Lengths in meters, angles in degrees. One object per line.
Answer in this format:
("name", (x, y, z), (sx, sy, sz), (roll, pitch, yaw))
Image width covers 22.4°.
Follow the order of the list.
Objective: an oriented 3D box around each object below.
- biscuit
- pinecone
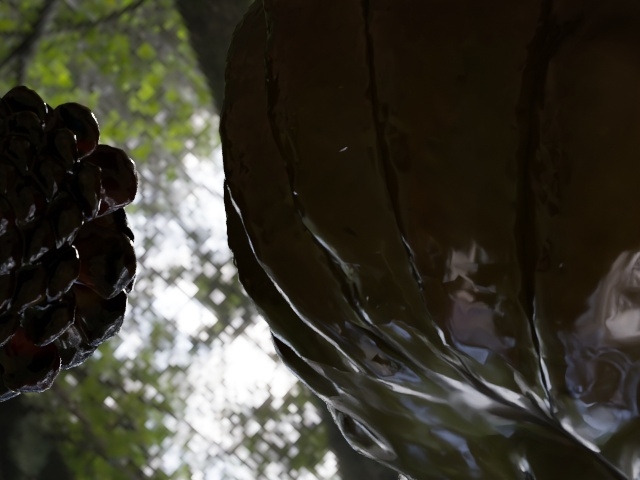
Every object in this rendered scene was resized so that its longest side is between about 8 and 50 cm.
("biscuit", (0.096, 0.045, 0.456), (0.107, 0.326, 0.325), (-51, -151, -14))
("pinecone", (-0.101, -0.002, 0.515), (0.102, 0.102, 0.109), (-39, -176, 8))
